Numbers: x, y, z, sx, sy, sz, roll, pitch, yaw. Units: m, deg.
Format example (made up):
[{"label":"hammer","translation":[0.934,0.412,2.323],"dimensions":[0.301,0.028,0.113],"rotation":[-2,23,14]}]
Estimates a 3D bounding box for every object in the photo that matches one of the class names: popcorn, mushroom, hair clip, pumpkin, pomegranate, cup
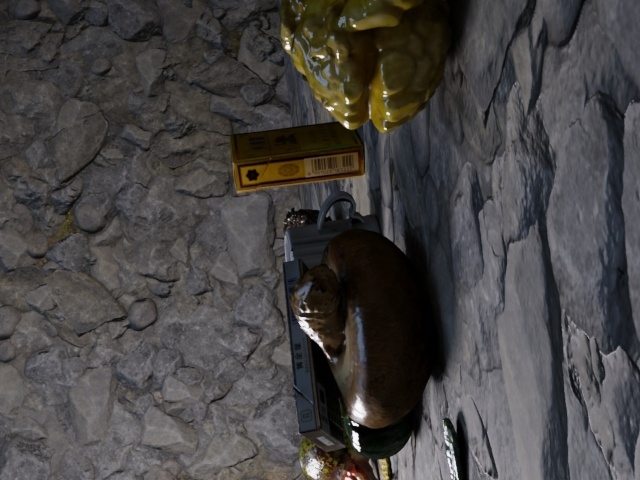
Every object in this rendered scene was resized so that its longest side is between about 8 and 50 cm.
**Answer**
[{"label":"popcorn","translation":[0.067,-0.278,1.127],"dimensions":[0.332,0.225,0.265],"rotation":[163,107,-72]},{"label":"mushroom","translation":[0.086,0.154,1.479],"dimensions":[0.345,0.239,0.345],"rotation":[7,-90,-77]},{"label":"hair clip","translation":[0.201,0.383,1.309],"dimensions":[0.066,0.036,0.229],"rotation":[-134,44,-74]},{"label":"pumpkin","translation":[0.101,0.327,1.679],"dimensions":[0.211,0.152,0.212],"rotation":[162,90,-75]},{"label":"pomegranate","translation":[0.063,0.595,2.289],"dimensions":[0.248,0.214,0.214],"rotation":[36,143,34]},{"label":"cup","translation":[0.026,0.010,1.870],"dimensions":[0.167,0.201,0.221],"rotation":[153,110,-82]}]

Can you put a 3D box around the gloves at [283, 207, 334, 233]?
[{"label":"gloves","translation":[-0.004,0.006,2.496],"dimensions":[0.312,0.135,0.210],"rotation":[45,167,48]}]

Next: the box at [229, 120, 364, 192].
[{"label":"box","translation":[-0.060,-0.202,2.008],"dimensions":[0.193,0.301,0.084],"rotation":[-107,10,-64]}]

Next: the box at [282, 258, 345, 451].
[{"label":"box","translation":[-0.013,0.216,1.592],"dimensions":[0.180,0.047,0.325],"rotation":[56,-155,-62]}]

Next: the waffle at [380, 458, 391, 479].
[{"label":"waffle","translation":[0.157,0.547,2.040],"dimensions":[0.085,0.016,0.078],"rotation":[-116,20,-72]}]

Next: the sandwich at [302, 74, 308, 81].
[{"label":"sandwich","translation":[0.004,-0.505,2.041],"dimensions":[0.292,0.109,0.212],"rotation":[116,147,-80]}]
